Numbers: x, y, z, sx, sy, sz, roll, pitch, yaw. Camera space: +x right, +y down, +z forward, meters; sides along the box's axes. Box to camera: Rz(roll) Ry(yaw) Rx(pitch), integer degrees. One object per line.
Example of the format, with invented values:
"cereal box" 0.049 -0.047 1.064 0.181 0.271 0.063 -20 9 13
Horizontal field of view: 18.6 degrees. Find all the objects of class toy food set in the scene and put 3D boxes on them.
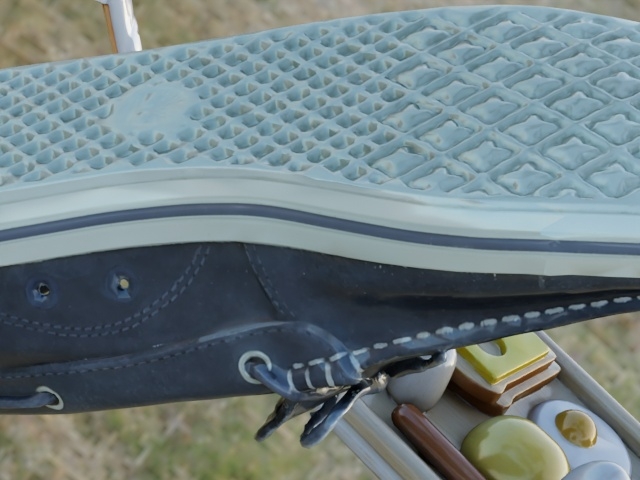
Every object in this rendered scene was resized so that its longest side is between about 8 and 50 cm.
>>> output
"toy food set" 0.132 0.097 1.218 0.306 0.092 0.219 45 37 20

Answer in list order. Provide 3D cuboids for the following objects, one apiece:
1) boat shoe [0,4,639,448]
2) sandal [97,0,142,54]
"boat shoe" 0.000 0.000 0.912 0.187 0.500 0.156 -71 152 -53
"sandal" -0.183 -0.201 1.441 0.076 0.265 0.102 -13 29 -7
